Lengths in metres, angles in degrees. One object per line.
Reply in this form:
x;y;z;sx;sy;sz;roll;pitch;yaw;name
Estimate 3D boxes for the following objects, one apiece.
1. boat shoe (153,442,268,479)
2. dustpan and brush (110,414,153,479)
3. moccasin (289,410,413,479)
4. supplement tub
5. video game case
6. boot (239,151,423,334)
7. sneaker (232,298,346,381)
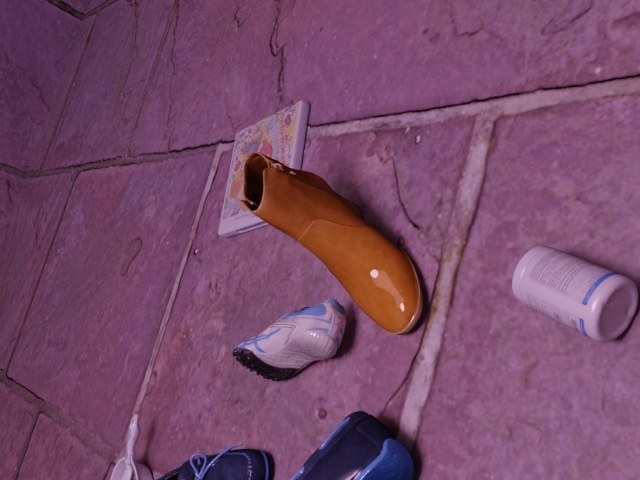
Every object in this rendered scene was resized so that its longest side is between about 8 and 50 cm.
-0.183;0.384;1.060;0.258;0.089;0.109;-37;46;34;boat shoe
-0.345;0.425;1.259;0.147;0.060;0.211;2;73;51;dustpan and brush
-0.020;0.361;0.865;0.342;0.138;0.117;-45;35;4;moccasin
0.260;0.053;0.711;0.107;0.071;0.071;32;97;53;supplement tub
-0.108;-0.130;1.295;0.206;0.026;0.226;-15;60;46;video game case
0.000;-0.001;0.940;0.104;0.211;0.295;-52;39;20;boot
-0.046;0.150;1.038;0.237;0.085;0.086;-26;26;45;sneaker
